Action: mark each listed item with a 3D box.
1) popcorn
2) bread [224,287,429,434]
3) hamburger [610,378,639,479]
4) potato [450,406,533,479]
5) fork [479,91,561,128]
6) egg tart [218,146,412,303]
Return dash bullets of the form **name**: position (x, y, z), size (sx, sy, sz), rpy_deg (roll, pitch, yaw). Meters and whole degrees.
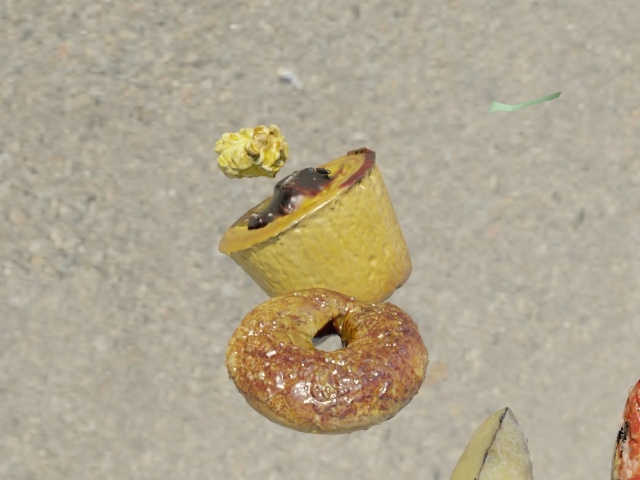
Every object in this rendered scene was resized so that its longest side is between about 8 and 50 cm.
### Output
- **popcorn**: position (-0.076, -0.097, 1.703), size (0.082, 0.083, 0.057), rpy_deg (-6, 84, -3)
- **bread**: position (0.006, 0.107, 1.445), size (0.193, 0.193, 0.064), rpy_deg (-35, 142, -36)
- **hamburger**: position (0.328, 0.183, 1.156), size (0.107, 0.231, 0.231), rpy_deg (14, 85, -53)
- **potato**: position (0.222, 0.318, 2.029), size (0.100, 0.089, 0.172), rpy_deg (39, 46, -16)
- **fork**: position (0.277, -0.194, 2.186), size (0.021, 0.235, 0.039), rpy_deg (29, 76, -15)
- **egg tart**: position (0.000, 0.000, 1.772), size (0.215, 0.215, 0.171), rpy_deg (-40, 106, -34)
